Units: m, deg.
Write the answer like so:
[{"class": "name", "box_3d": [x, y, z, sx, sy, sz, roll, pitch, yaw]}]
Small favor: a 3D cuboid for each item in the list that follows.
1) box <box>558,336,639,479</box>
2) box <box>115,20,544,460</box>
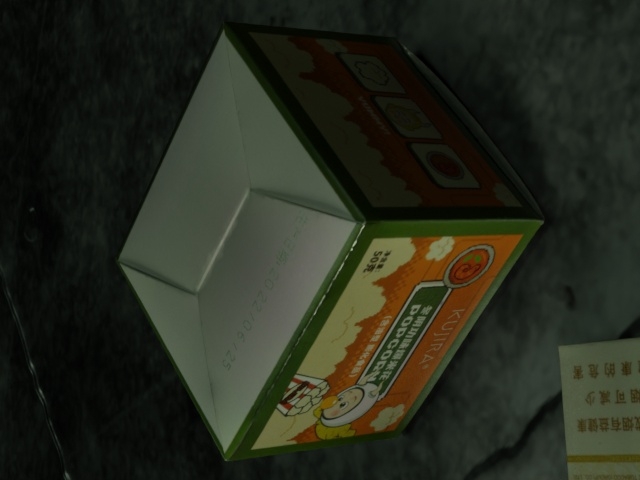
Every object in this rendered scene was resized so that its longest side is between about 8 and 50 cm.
[{"class": "box", "box_3d": [0.166, 0.133, 0.726, 0.090, 0.024, 0.166, -13, 79, 54]}, {"class": "box", "box_3d": [0.000, 0.000, 0.857, 0.177, 0.148, 0.195, 55, 131, 34]}]
